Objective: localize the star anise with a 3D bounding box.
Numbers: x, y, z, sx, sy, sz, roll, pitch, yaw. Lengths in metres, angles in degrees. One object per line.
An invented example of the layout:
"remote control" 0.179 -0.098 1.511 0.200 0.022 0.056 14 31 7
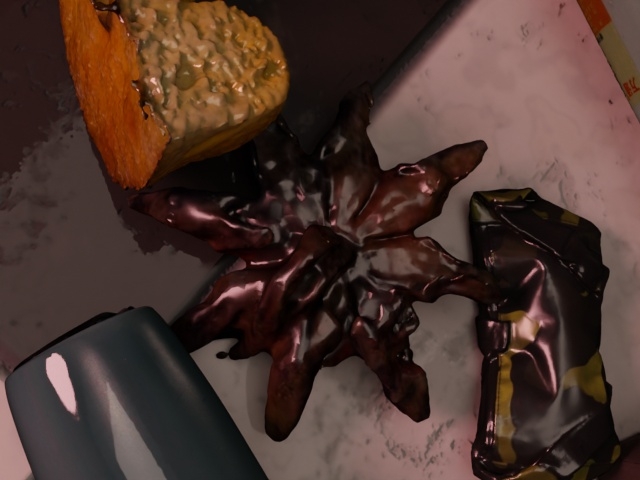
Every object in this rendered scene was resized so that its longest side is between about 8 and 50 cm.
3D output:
"star anise" 0.000 0.000 0.497 0.272 0.102 0.272 0 82 -2

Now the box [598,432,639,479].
"box" 0.354 0.192 0.528 0.252 0.153 0.188 -19 84 -15

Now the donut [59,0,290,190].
"donut" -0.115 -0.140 0.486 0.101 0.152 0.259 -13 73 -29

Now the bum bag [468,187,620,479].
"bum bag" 0.158 0.075 0.550 0.106 0.060 0.232 1 78 -4

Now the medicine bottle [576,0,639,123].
"medicine bottle" 0.281 -0.189 0.574 0.158 0.158 0.318 -25 87 -16

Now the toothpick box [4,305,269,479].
"toothpick box" -0.103 0.135 0.452 0.120 0.120 0.184 -29 85 -16
